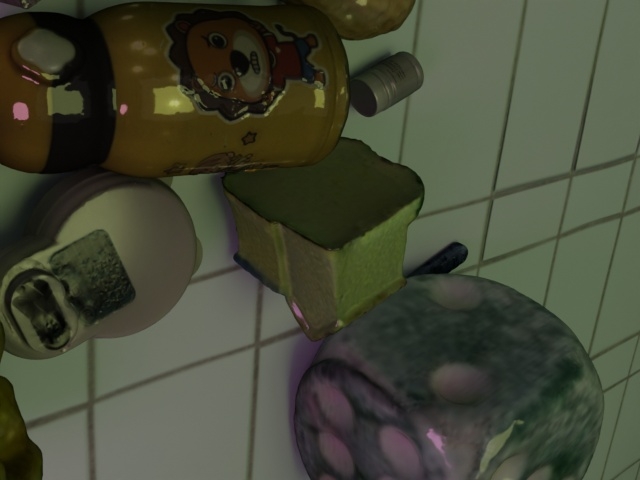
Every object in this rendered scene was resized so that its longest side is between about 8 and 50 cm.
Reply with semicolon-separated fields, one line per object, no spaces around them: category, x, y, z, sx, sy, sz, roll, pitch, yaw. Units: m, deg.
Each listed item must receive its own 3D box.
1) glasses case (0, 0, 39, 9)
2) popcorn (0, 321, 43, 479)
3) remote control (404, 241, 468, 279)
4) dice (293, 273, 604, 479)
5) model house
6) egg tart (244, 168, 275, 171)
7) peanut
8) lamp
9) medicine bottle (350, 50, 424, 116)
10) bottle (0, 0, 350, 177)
glasses case;-0.287;-0.292;0.665;0.047;0.070;0.205;-44;135;-25
popcorn;-0.380;0.144;0.628;0.334;0.292;0.294;106;-2;-49
remote control;0.186;0.050;1.347;0.152;0.027;0.044;-32;139;-27
dice;0.185;0.270;1.219;0.348;0.330;0.328;-21;128;-32
model house;0.000;0.000;1.017;0.195;0.214;0.189;-33;138;-37
egg tart;-0.079;-0.129;0.968;0.105;0.039;0.105;0;90;-42
peanut;0.007;-0.310;0.908;0.313;0.149;0.149;18;97;-50
lamp;-0.237;0.021;0.844;0.246;0.108;0.180;-36;121;-31
medicine bottle;0.087;-0.207;1.091;0.091;0.058;0.058;-34;131;-29
bottle;-0.154;-0.141;0.785;0.351;0.171;0.172;-10;117;-35
